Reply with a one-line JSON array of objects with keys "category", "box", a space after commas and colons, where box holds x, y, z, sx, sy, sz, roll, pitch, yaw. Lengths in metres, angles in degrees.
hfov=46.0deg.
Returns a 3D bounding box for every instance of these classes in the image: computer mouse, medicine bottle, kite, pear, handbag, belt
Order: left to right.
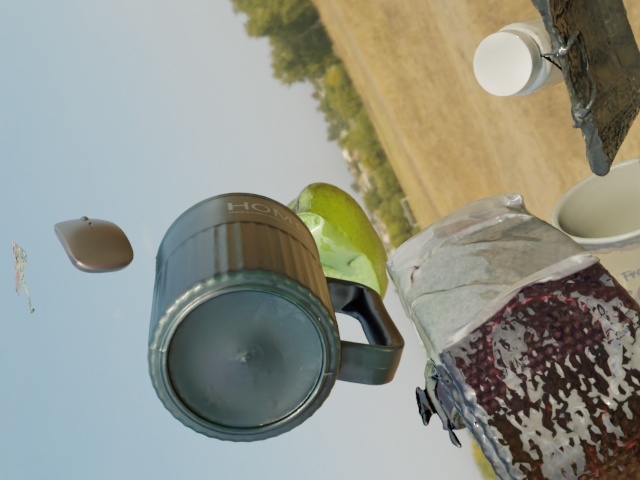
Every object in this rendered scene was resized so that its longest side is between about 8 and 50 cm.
[{"category": "kite", "box": [-0.520, 0.061, 1.316, 0.156, 0.011, 0.139, 62, 144, 28]}, {"category": "computer mouse", "box": [-0.437, 0.000, 1.445, 0.232, 0.120, 0.057, 38, 126, 54]}, {"category": "pear", "box": [0.000, 0.000, 1.912, 0.238, 0.343, 0.317, -64, -30, -56]}, {"category": "belt", "box": [0.139, 0.083, 0.546, 0.184, 0.164, 0.289, 53, -172, -22]}, {"category": "medicine bottle", "box": [0.305, -0.267, 1.094, 0.187, 0.103, 0.102, -26, -88, -46]}, {"category": "handbag", "box": [0.345, -0.233, 0.979, 0.175, 0.089, 0.270, -45, -65, -42]}]

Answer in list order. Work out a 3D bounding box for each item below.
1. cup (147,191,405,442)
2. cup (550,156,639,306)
[{"category": "cup", "box": [-0.080, 0.110, 0.996, 0.308, 0.242, 0.292, 40, -170, -17]}, {"category": "cup", "box": [0.479, 0.049, 1.179, 0.257, 0.301, 0.227, 60, -172, -20]}]
